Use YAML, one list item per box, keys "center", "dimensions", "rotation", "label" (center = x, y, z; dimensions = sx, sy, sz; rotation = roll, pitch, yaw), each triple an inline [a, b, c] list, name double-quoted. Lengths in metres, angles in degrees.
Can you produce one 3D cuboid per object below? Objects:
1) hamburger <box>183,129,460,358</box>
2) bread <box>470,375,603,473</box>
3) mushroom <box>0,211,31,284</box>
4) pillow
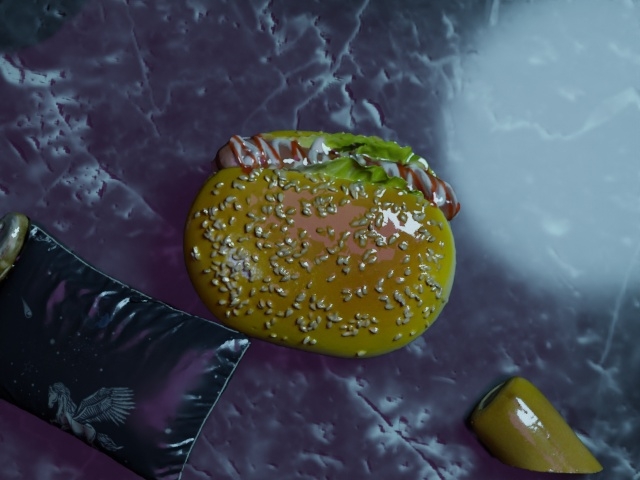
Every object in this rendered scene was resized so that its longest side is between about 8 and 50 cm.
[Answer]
- center: [0.000, 0.000, 0.946]
  dimensions: [0.210, 0.116, 0.173]
  rotation: [12, 88, -2]
  label: "hamburger"
- center: [0.170, 0.161, 0.975]
  dimensions: [0.062, 0.049, 0.103]
  rotation: [-39, 87, -5]
  label: "bread"
- center: [-0.264, 0.019, 0.964]
  dimensions: [0.101, 0.019, 0.049]
  rotation: [-50, 46, 11]
  label: "mushroom"
- center: [-0.174, 0.093, 0.950]
  dimensions: [0.208, 0.055, 0.141]
  rotation: [27, 90, 14]
  label: "pillow"
